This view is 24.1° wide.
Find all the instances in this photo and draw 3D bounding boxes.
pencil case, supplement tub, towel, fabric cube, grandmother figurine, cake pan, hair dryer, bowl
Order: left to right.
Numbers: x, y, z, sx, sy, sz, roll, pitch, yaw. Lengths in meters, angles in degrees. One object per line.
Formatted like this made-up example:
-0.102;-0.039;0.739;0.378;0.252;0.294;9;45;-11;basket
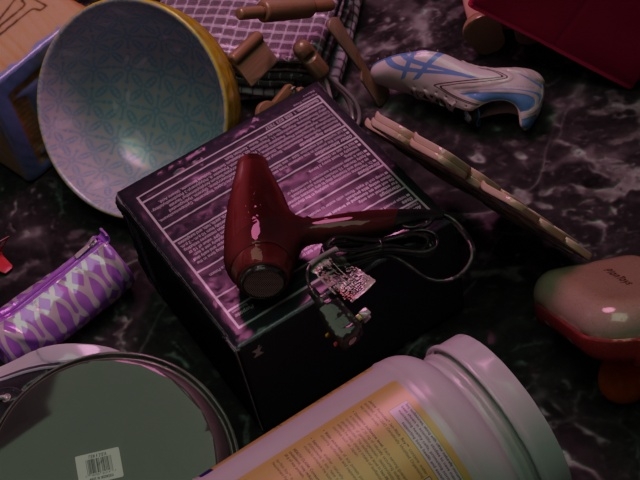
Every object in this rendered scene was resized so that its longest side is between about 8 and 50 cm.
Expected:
-0.326;0.076;1.860;0.206;0.088;0.086;-41;52;-20;pencil case
-0.235;0.257;1.641;0.293;0.054;0.293;-1;70;3;cake pan
-0.212;-0.178;1.978;0.289;0.289;0.156;15;15;24;bowl
-0.095;-0.311;2.112;0.283;0.121;0.235;4;52;16;towel
0.000;0.000;1.641;0.293;0.080;0.223;37;50;27;hair dryer
0.053;0.262;1.460;0.331;0.241;0.241;-31;51;-13;supplement tub
0.242;-0.421;2.145;0.208;0.104;0.342;-8;51;-5;grandmother figurine
0.382;-0.403;1.935;0.259;0.258;0.254;26;55;-4;fabric cube

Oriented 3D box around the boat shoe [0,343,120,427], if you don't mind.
-0.363;0.204;1.748;0.301;0.108;0.102;-13;49;6;boat shoe

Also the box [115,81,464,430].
-0.035;0.015;1.780;0.296;0.183;0.294;-30;51;-14;box

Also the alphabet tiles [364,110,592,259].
0.182;-0.065;1.738;0.278;0.284;0.021;33;92;47;alphabet tiles

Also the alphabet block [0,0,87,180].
-0.423;-0.235;2.079;0.197;0.192;0.193;31;61;31;alphabet block

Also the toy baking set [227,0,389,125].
-0.018;-0.226;1.969;0.256;0.197;0.030;-19;11;-40;toy baking set

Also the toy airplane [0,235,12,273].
-0.471;0.039;1.962;0.151;0.028;0.151;-6;51;7;toy airplane

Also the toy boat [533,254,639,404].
0.329;0.108;1.652;0.151;0.151;0.231;-10;16;-12;toy boat

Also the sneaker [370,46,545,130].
0.175;-0.199;1.977;0.237;0.085;0.086;11;78;16;sneaker
